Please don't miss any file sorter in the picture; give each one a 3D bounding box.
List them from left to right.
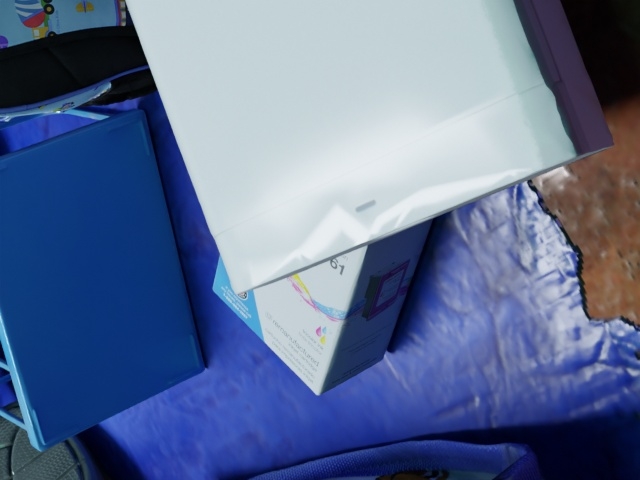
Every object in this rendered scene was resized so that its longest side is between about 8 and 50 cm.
[{"bbox_3d":[-0.161,0.015,0.852,0.104,0.118,0.170,15,122,51],"label":"file sorter"}]

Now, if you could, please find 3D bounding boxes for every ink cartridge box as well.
[{"bbox_3d":[0.000,0.000,0.693,0.088,0.052,0.122,43,138,26],"label":"ink cartridge box"}]

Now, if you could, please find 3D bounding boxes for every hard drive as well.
[{"bbox_3d":[-0.019,-0.148,0.586,0.203,0.040,0.307,-23,87,46],"label":"hard drive"}]

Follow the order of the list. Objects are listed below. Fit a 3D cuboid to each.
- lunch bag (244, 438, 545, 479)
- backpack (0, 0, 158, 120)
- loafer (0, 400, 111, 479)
[{"bbox_3d":[0.013,0.286,0.712,0.385,0.239,0.327,-21,95,40],"label":"lunch bag"},{"bbox_3d":[-0.155,-0.131,0.702,0.117,0.173,0.158,-15,100,54],"label":"backpack"},{"bbox_3d":[-0.165,0.231,0.999,0.267,0.096,0.084,53,-179,35],"label":"loafer"}]
